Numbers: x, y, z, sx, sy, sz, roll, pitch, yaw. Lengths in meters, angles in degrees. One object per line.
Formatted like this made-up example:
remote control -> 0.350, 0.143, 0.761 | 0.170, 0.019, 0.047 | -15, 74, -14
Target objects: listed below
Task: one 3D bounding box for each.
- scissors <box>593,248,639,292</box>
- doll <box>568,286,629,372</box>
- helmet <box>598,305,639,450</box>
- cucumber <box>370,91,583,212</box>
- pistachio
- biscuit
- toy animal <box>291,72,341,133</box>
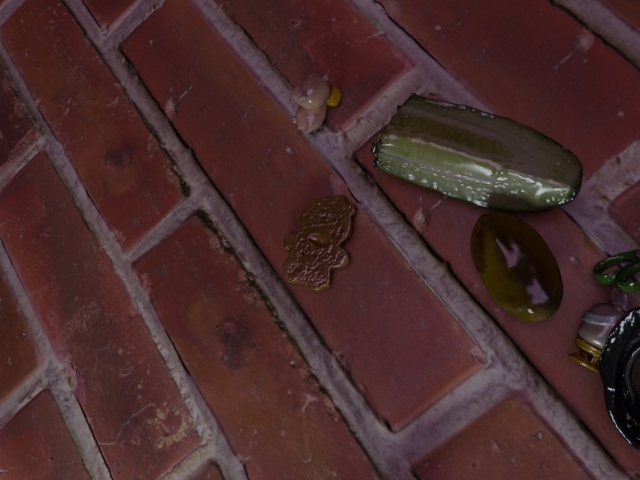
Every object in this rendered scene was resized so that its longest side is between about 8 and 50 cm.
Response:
scissors -> 0.507, 0.007, 0.755 | 0.204, 0.101, 0.027 | -34, 106, -4
doll -> 0.426, 0.132, 0.750 | 0.084, 0.073, 0.127 | 30, 94, 17
helmet -> 0.477, 0.173, 0.653 | 0.198, 0.154, 0.253 | 12, 117, 43
cucumber -> 0.260, -0.134, 0.853 | 0.326, 0.105, 0.145 | 21, 59, 22
pistachio -> 0.308, 0.040, 0.800 | 0.110, 0.100, 0.189 | -22, 61, -9
biscuit -> -0.005, 0.002, 0.953 | 0.134, 0.027, 0.184 | 4, 78, 21
toy animal -> -0.025, -0.274, 0.990 | 0.091, 0.082, 0.114 | 36, 92, 24
